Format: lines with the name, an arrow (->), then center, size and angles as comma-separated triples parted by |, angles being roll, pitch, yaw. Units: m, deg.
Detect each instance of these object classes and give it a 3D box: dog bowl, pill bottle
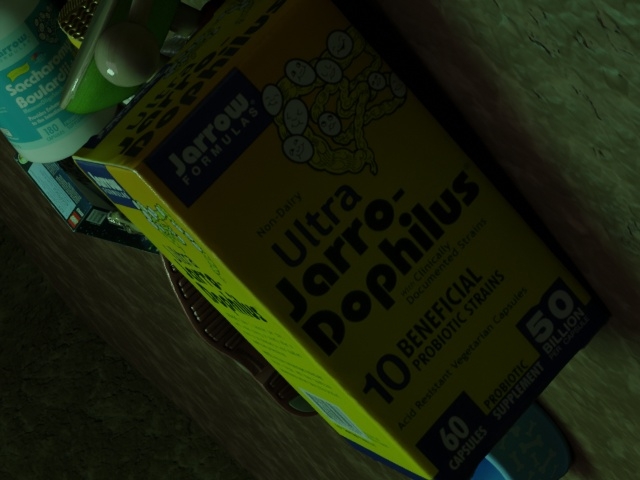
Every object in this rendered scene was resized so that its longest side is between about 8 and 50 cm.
dog bowl -> 0.110, 0.164, 1.713 | 0.297, 0.074, 0.166 | 43, 151, -3
pill bottle -> -0.363, -0.228, 2.043 | 0.146, 0.146, 0.264 | 31, 160, 52

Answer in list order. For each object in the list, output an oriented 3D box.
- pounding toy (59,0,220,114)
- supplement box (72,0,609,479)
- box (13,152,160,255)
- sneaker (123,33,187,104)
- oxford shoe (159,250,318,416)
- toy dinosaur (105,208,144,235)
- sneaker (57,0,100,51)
pounding toy -> -0.135, -0.180, 1.482 | 0.110, 0.183, 0.237 | 24, 168, -13
supplement box -> 0.014, -0.002, 1.335 | 0.356, 0.194, 0.195 | 46, 168, -18
box -> -0.263, -0.051, 2.208 | 0.233, 0.044, 0.159 | 18, -158, -52
sneaker -> -0.090, -0.109, 1.613 | 0.146, 0.102, 0.293 | 53, 166, -25
oxford shoe -> -0.112, 0.090, 2.246 | 0.348, 0.123, 0.130 | 56, 170, -28
toy dinosaur -> -0.088, 0.021, 1.757 | 0.268, 0.064, 0.118 | 36, 151, -2
sneaker -> -0.202, -0.188, 1.846 | 0.185, 0.069, 0.084 | 48, 177, 25
